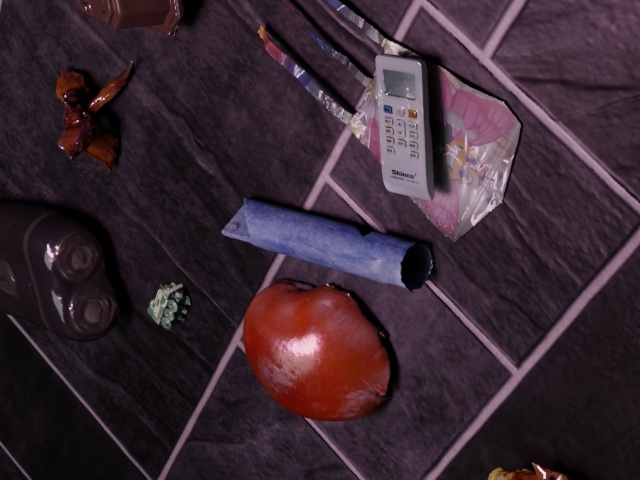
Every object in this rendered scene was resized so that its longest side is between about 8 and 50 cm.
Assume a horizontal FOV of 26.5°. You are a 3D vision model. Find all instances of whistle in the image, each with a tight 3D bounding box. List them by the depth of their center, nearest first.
[{"bbox_3d":[0.000,0.000,1.637,0.304,0.062,0.062,15,125,41],"label":"whistle"}]

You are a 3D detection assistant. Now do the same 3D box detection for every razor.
[{"bbox_3d":[-0.450,0.038,2.107,0.349,0.113,0.204,13,123,45],"label":"razor"}]

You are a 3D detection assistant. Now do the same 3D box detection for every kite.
[{"bbox_3d":[0.065,-0.158,1.495,0.360,0.022,0.204,42,139,18],"label":"kite"}]

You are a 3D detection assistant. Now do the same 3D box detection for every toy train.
[{"bbox_3d":[-0.218,0.091,1.957,0.053,0.033,0.083,46,140,20],"label":"toy train"}]

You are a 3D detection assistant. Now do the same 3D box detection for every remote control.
[{"bbox_3d":[0.093,-0.121,1.458,0.061,0.029,0.162,15,122,33],"label":"remote control"}]

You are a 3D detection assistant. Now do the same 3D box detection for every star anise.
[{"bbox_3d":[-0.291,-0.184,1.846,0.140,0.144,0.158,-21,-93,-84],"label":"star anise"}]

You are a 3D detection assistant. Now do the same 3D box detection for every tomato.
[{"bbox_3d":[-0.020,0.159,1.730,0.228,0.112,0.199,1,117,50],"label":"tomato"}]

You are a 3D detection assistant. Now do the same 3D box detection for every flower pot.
[{"bbox_3d":[-0.252,-0.361,1.622,0.179,0.084,0.250,30,135,49],"label":"flower pot"}]

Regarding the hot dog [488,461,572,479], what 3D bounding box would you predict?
[{"bbox_3d":[0.274,0.332,1.540,0.213,0.103,0.146,16,105,29],"label":"hot dog"}]
